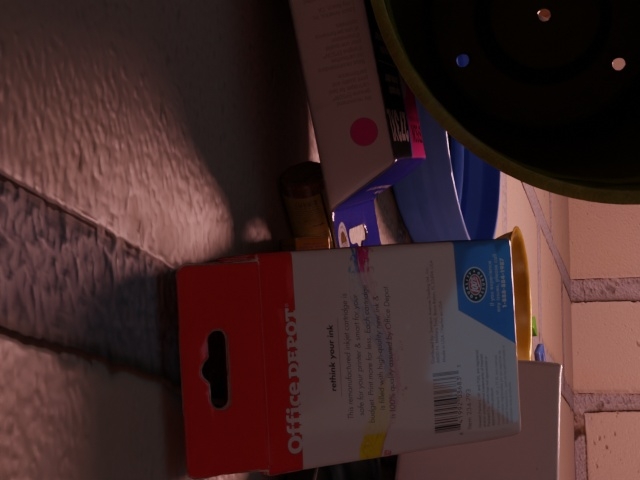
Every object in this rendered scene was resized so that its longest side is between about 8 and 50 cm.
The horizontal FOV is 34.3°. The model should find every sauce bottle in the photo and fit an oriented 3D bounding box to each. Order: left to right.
[{"bbox_3d":[0.000,0.000,0.822,0.042,0.042,0.128,-67,150,-53],"label":"sauce bottle"}]

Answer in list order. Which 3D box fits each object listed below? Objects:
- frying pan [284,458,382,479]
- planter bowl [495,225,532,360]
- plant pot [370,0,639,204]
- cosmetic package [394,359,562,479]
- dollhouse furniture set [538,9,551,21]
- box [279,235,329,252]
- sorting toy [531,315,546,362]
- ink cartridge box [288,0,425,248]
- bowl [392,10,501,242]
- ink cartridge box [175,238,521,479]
[{"bbox_3d":[-0.006,0.254,0.743,0.326,0.053,0.197,-55,139,-60],"label":"frying pan"},{"bbox_3d":[0.231,0.091,1.417,0.217,0.090,0.217,-3,90,-72],"label":"planter bowl"},{"bbox_3d":[0.218,-0.216,0.864,0.353,0.366,0.366,-52,138,-86],"label":"plant pot"},{"bbox_3d":[0.139,0.320,0.961,0.217,0.156,0.385,81,17,-53],"label":"cosmetic package"},{"bbox_3d":[0.229,-0.399,1.434,0.174,0.355,0.303,-15,-125,68],"label":"dollhouse furniture set"},{"bbox_3d":[-0.009,0.065,0.753,0.081,0.028,0.136,175,-87,-79],"label":"box"},{"bbox_3d":[0.358,0.264,1.842,0.347,0.047,0.196,-59,137,-60],"label":"sorting toy"},{"bbox_3d":[0.026,-0.156,0.818,0.176,0.069,0.371,-22,104,-76],"label":"ink cartridge box"},{"bbox_3d":[0.148,-0.171,1.236,0.391,0.077,0.391,-3,90,-72],"label":"bowl"},{"bbox_3d":[0.011,0.071,0.672,0.078,0.231,0.134,177,-90,-66],"label":"ink cartridge box"}]
